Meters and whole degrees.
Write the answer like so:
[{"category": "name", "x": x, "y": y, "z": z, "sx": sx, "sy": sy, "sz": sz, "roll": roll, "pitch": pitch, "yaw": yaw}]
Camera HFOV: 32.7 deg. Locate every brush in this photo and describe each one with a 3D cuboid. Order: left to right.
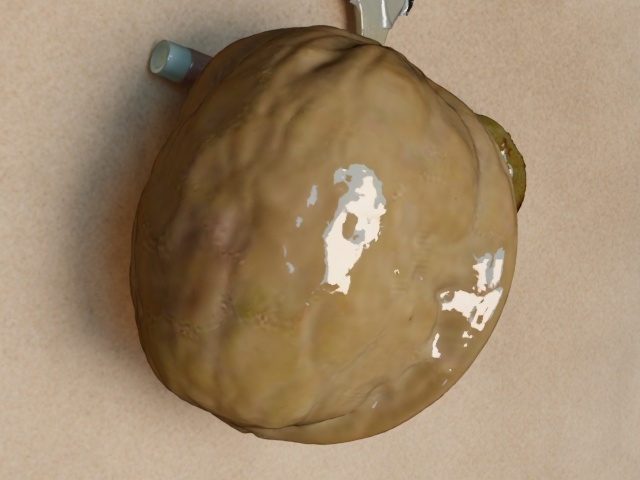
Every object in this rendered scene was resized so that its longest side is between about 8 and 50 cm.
[{"category": "brush", "x": 0.048, "y": -0.196, "z": 1.141, "sx": 0.085, "sy": 0.020, "sz": 0.336, "roll": 7, "pitch": 98, "yaw": -37}]

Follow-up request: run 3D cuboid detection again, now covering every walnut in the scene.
[{"category": "walnut", "x": 0.000, "y": 0.000, "z": 0.971, "sx": 0.381, "sy": 0.381, "sz": 0.381, "roll": -4, "pitch": 97, "yaw": -33}]

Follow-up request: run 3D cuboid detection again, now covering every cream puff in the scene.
[{"category": "cream puff", "x": 0.157, "y": -0.070, "z": 1.207, "sx": 0.149, "sy": 0.084, "sz": 0.149, "roll": -1, "pitch": 91, "yaw": -33}]

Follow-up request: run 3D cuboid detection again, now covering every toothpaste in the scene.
[{"category": "toothpaste", "x": -0.073, "y": -0.146, "z": 1.081, "sx": 0.205, "sy": 0.036, "sz": 0.056, "roll": 19, "pitch": 87, "yaw": -37}]
